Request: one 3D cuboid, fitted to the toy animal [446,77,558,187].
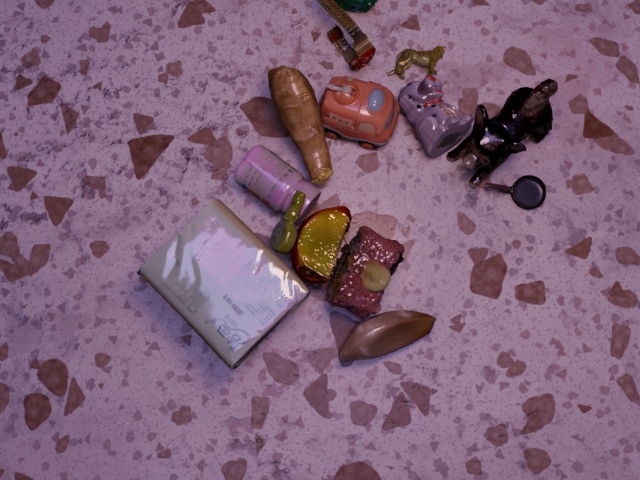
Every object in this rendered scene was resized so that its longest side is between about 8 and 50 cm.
[{"bbox_3d":[0.571,-0.346,1.677,0.344,0.302,0.194,-40,79,-7],"label":"toy animal"}]

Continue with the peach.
[{"bbox_3d":[-0.007,0.000,1.683,0.154,0.159,0.267,22,69,-8],"label":"peach"}]

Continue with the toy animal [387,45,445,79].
[{"bbox_3d":[0.328,-0.616,1.850,0.181,0.073,0.136,7,72,14],"label":"toy animal"}]

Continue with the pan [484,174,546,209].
[{"bbox_3d":[0.634,-0.162,1.773,0.212,0.040,0.115,7,81,-6],"label":"pan"}]

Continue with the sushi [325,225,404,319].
[{"bbox_3d":[0.135,0.103,1.635,0.171,0.236,0.270,28,82,-8],"label":"sushi"}]

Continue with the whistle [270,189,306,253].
[{"bbox_3d":[-0.090,-0.053,1.631,0.057,0.104,0.198,21,95,-32],"label":"whistle"}]

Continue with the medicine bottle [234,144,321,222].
[{"bbox_3d":[-0.134,-0.177,1.723,0.254,0.152,0.152,35,82,5],"label":"medicine bottle"}]

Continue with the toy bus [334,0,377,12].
[{"bbox_3d":[0.141,-0.954,1.848,0.199,0.183,0.343,20,82,-2],"label":"toy bus"}]

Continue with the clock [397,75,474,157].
[{"bbox_3d":[0.353,-0.422,1.770,0.189,0.189,0.254,-32,74,-5],"label":"clock"}]

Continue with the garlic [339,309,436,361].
[{"bbox_3d":[0.201,0.282,1.653,0.318,0.143,0.112,-12,37,-6],"label":"garlic"}]

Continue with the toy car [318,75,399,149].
[{"bbox_3d":[0.125,-0.424,1.735,0.270,0.212,0.180,18,80,3],"label":"toy car"}]

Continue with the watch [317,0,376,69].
[{"bbox_3d":[0.072,-0.696,1.806,0.102,0.165,0.268,-39,84,-8],"label":"watch"}]

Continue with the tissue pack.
[{"bbox_3d":[-0.280,0.130,1.640,0.405,0.205,0.332,44,83,7],"label":"tissue pack"}]

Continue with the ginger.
[{"bbox_3d":[-0.077,-0.366,1.729,0.166,0.236,0.375,-17,111,-34],"label":"ginger"}]
